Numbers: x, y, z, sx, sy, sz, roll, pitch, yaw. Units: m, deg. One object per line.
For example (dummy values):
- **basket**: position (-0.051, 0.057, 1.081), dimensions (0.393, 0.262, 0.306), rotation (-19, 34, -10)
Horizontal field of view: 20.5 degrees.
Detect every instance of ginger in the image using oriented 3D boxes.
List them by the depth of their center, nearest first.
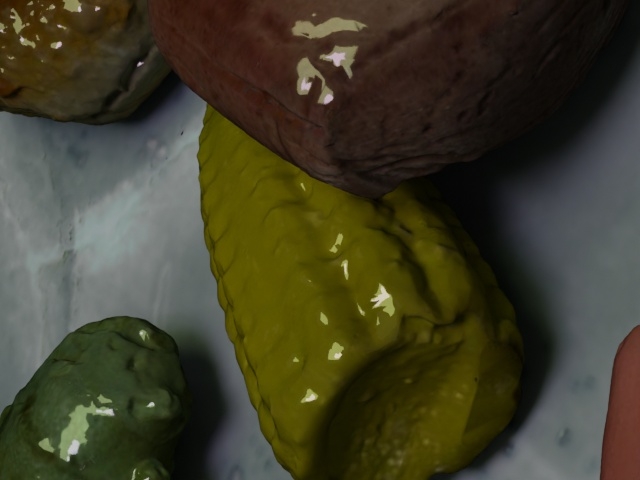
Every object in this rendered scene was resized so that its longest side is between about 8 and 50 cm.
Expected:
- **ginger**: position (-0.107, 0.179, 0.752), dimensions (0.137, 0.089, 0.290), rotation (-25, 56, 57)

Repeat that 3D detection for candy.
- **candy**: position (0.000, 0.000, 0.692), dimensions (0.106, 0.094, 0.199), rotation (-52, 44, 27)

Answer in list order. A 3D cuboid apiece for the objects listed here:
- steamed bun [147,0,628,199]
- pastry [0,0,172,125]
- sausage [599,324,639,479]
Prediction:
- **steamed bun**: position (0.034, -0.094, 0.651), dimensions (0.175, 0.106, 0.145), rotation (-40, 52, -17)
- **pastry**: position (-0.127, -0.148, 0.847), dimensions (0.192, 0.093, 0.182), rotation (12, 85, 45)
- **sausage**: position (0.119, 0.103, 0.570), dimensions (0.062, 0.062, 0.154), rotation (-6, 76, 42)
